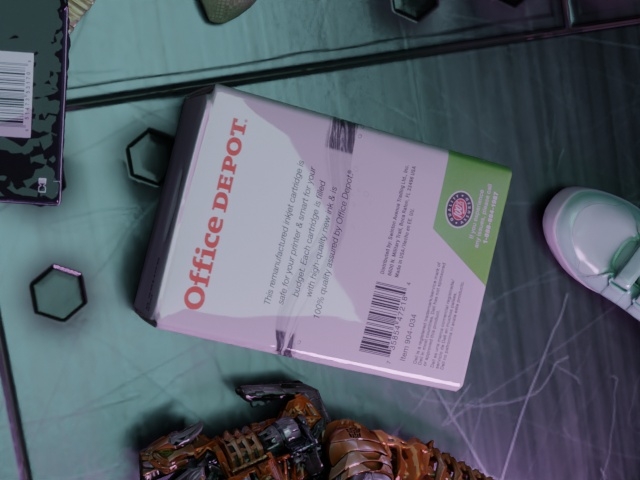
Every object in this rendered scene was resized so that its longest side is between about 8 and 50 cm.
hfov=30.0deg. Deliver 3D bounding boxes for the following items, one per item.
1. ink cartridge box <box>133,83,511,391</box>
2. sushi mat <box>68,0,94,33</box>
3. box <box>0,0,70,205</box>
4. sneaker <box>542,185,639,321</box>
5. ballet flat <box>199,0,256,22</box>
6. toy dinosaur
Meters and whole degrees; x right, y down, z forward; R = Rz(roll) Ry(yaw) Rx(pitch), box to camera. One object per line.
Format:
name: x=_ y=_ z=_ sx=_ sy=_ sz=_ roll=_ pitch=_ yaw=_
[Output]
ink cartridge box: x=0.000 y=0.000 z=1.010 sx=0.273 sy=0.115 sz=0.198 roll=14 pitch=89 yaw=-18
sushi mat: x=-0.311 y=-0.282 z=0.943 sx=0.316 sy=0.019 sz=0.151 roll=35 pitch=84 yaw=-17
box: x=-0.238 y=-0.117 z=0.891 sx=0.093 sy=0.158 sz=0.156 roll=2 pitch=101 yaw=-14
sneaker: x=0.330 y=0.036 z=1.101 sx=0.256 sy=0.151 sz=0.094 roll=37 pitch=84 yaw=-15
ballet flat: x=-0.044 y=-0.257 z=1.012 sx=0.057 sy=0.052 sz=0.168 roll=40 pitch=82 yaw=-16
toy dinosaur: x=0.011 y=0.228 z=1.019 sx=0.322 sy=0.164 sz=0.218 roll=-2 pitch=77 yaw=3
